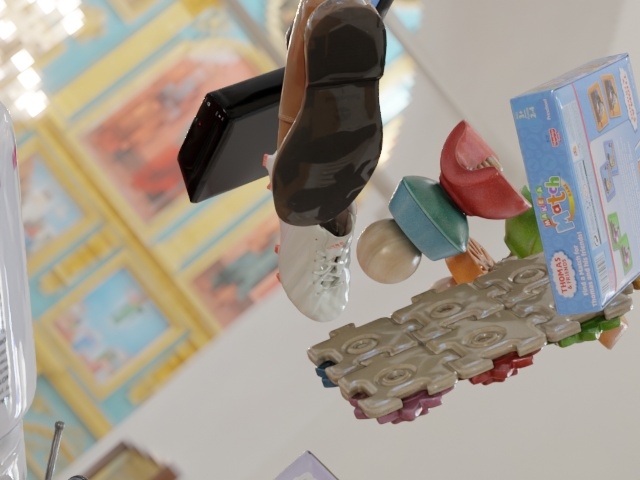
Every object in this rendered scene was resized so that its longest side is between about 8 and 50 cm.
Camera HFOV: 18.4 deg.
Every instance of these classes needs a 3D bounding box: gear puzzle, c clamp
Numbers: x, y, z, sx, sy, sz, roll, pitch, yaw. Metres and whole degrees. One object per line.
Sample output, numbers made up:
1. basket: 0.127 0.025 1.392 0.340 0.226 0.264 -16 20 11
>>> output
1. gear puzzle: 0.164 0.068 1.635 0.175 0.339 0.044 -143 -147 -65
2. c clamp: -0.188 0.201 1.408 0.022 0.137 0.161 16 -8 4

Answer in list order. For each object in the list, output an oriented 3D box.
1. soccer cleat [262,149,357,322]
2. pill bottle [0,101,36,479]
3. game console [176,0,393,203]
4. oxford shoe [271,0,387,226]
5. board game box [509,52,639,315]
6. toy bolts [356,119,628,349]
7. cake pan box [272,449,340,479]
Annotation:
1. soccer cleat: 0.000 0.000 1.684 0.076 0.068 0.196 26 -38 38
2. pill bottle: -0.272 0.049 1.308 0.160 0.160 0.283 34 -46 46
3. game console: -0.002 -0.184 1.821 0.044 0.213 0.361 49 -43 20
4. oxford shoe: 0.004 -0.101 1.408 0.076 0.076 0.212 -109 -156 -45
5. board game box: 0.205 -0.047 1.468 0.039 0.211 0.160 -10 -83 26
6. toy bolts: 0.145 0.031 1.798 0.228 0.158 0.218 44 12 -37
7. cake pan box: -0.079 0.280 1.317 0.070 0.245 0.267 42 -21 18
